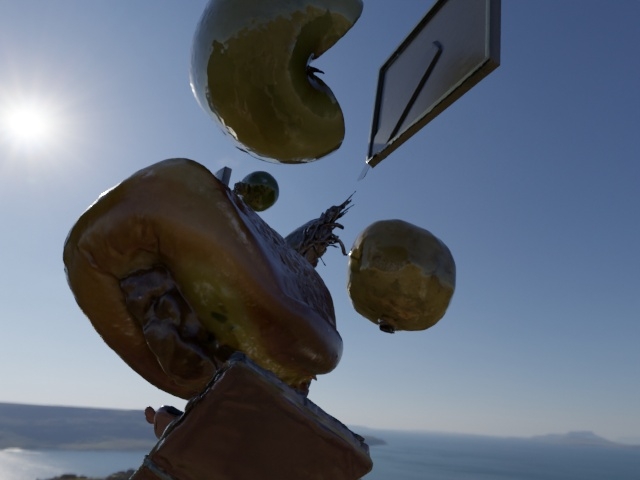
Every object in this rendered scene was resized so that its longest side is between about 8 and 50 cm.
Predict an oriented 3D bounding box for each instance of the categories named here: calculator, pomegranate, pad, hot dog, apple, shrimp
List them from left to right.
[{"bbox_3d":[-0.289,0.386,0.915,0.166,0.024,0.103,20,-62,11],"label":"calculator"},{"bbox_3d":[-0.094,0.093,0.548,0.185,0.223,0.405,-35,-32,4],"label":"hot dog"},{"bbox_3d":[-0.181,-0.144,1.285,0.130,0.130,0.130,3,-22,1],"label":"pomegranate"},{"bbox_3d":[-0.084,-0.274,0.702,0.233,0.295,0.258,1,18,-39],"label":"apple"},{"bbox_3d":[-0.005,-0.006,1.234,0.145,0.343,0.116,26,-28,42],"label":"shrimp"},{"bbox_3d":[0.124,-0.202,1.004,0.003,0.157,0.112,28,3,-4],"label":"pad"},{"bbox_3d":[0.214,0.108,1.280,0.332,0.333,0.332,3,-22,1],"label":"pomegranate"}]

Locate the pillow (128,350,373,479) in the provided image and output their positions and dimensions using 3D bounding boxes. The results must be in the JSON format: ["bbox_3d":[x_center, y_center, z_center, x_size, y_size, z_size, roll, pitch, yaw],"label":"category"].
[{"bbox_3d":[-0.075,0.189,0.330,0.126,0.043,0.232,35,-71,-10],"label":"pillow"}]

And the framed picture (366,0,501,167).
[{"bbox_3d":[0.154,-0.257,0.668,0.020,0.211,0.289,17,-23,-20],"label":"framed picture"}]

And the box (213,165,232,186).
[{"bbox_3d":[-0.336,-0.139,1.436,0.036,0.177,0.115,24,-28,-33],"label":"box"}]
